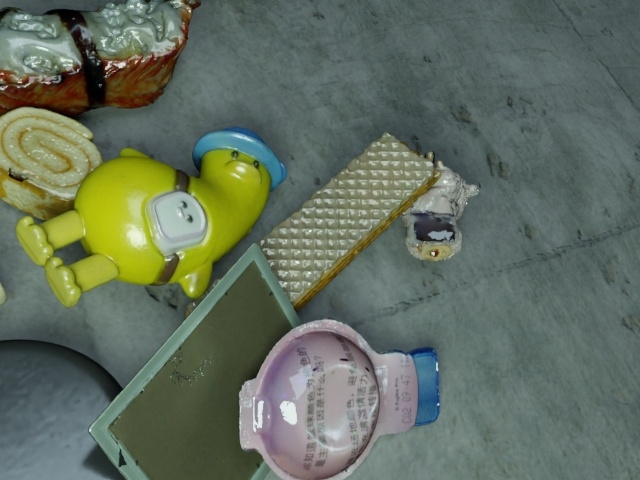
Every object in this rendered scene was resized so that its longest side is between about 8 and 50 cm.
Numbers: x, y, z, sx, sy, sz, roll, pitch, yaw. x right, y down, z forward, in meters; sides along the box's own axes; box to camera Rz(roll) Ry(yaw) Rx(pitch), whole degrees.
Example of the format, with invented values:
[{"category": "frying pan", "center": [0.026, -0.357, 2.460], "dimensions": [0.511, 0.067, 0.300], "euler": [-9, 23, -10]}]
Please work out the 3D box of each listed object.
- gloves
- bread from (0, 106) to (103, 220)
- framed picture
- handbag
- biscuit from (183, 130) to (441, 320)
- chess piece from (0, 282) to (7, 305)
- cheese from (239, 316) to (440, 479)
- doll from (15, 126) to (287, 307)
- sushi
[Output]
[{"category": "gloves", "center": [0.149, -0.039, 1.137], "dimensions": [0.110, 0.094, 0.144], "euler": [13, 58, 16]}, {"category": "bread", "center": [-0.328, -0.095, 1.011], "dimensions": [0.149, 0.073, 0.122], "euler": [26, 53, -4]}, {"category": "framed picture", "center": [-0.100, 0.167, 0.886], "dimensions": [0.273, 0.016, 0.216], "euler": [-50, 126, -37]}, {"category": "handbag", "center": [-0.302, 0.238, 0.800], "dimensions": [0.254, 0.093, 0.308], "euler": [10, 56, -12]}, {"category": "biscuit", "center": [0.000, 0.000, 1.033], "dimensions": [0.094, 0.054, 0.379], "euler": [42, 69, 16]}, {"category": "chess piece", "center": [-0.422, 0.076, 0.869], "dimensions": [0.094, 0.094, 0.170], "euler": [44, 63, 10]}, {"category": "cheese", "center": [0.031, 0.178, 0.945], "dimensions": [0.286, 0.074, 0.188], "euler": [-3, 91, -38]}, {"category": "doll", "center": [-0.167, -0.030, 0.989], "dimensions": [0.363, 0.145, 0.199], "euler": [-28, 83, -42]}, {"category": "sushi", "center": [-0.305, -0.235, 1.077], "dimensions": [0.332, 0.124, 0.130], "euler": [-13, 72, -24]}]
